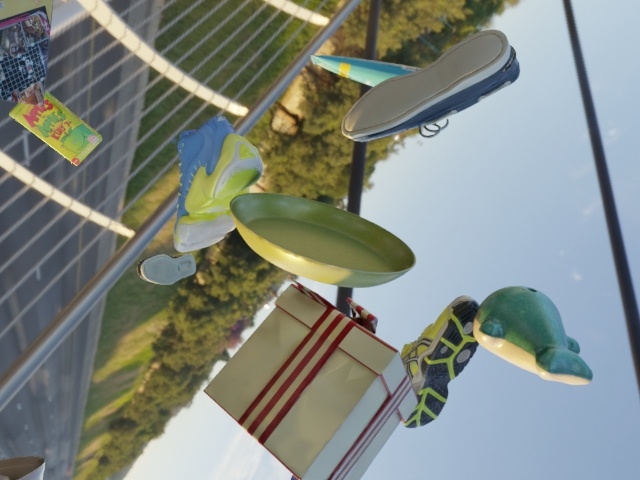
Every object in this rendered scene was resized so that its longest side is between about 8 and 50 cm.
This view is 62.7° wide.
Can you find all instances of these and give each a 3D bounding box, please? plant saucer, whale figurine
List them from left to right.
[{"bbox_3d":[0.000,0.000,0.660,0.241,0.241,0.037,-67,175,-73],"label":"plant saucer"},{"bbox_3d":[0.414,0.176,1.021,0.272,0.216,0.141,-116,-140,-76],"label":"whale figurine"}]

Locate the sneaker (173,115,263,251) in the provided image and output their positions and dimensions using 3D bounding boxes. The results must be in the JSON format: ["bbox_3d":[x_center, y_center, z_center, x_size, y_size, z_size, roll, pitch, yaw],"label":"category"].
[{"bbox_3d":[-0.166,-0.085,0.769,0.091,0.126,0.240,-10,155,-44],"label":"sneaker"}]

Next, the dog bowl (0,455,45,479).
[{"bbox_3d":[-0.576,0.415,0.740,0.349,0.102,0.349,-12,173,-2],"label":"dog bowl"}]

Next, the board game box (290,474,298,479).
[{"bbox_3d":[0.024,0.773,1.329,0.141,0.291,0.232,-22,-160,23],"label":"board game box"}]

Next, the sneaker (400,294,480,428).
[{"bbox_3d":[0.258,0.280,1.275,0.147,0.145,0.384,55,-49,48],"label":"sneaker"}]

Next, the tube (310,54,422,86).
[{"bbox_3d":[0.087,-0.288,0.899,0.080,0.207,0.052,-71,174,-86],"label":"tube"}]

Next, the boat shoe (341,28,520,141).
[{"bbox_3d":[0.150,-0.200,0.741,0.254,0.079,0.095,-27,-126,25],"label":"boat shoe"}]

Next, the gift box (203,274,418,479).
[{"bbox_3d":[-0.012,0.227,0.866,0.258,0.276,0.255,-48,149,-18],"label":"gift box"}]

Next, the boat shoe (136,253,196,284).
[{"bbox_3d":[-0.432,0.080,1.442,0.233,0.079,0.084,-6,89,-74],"label":"boat shoe"}]

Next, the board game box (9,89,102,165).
[{"bbox_3d":[-0.628,-0.274,1.256,0.092,0.181,0.043,-45,-145,1],"label":"board game box"}]

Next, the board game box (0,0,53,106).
[{"bbox_3d":[-0.516,-0.347,0.825,0.042,0.165,0.243,41,-59,49],"label":"board game box"}]
